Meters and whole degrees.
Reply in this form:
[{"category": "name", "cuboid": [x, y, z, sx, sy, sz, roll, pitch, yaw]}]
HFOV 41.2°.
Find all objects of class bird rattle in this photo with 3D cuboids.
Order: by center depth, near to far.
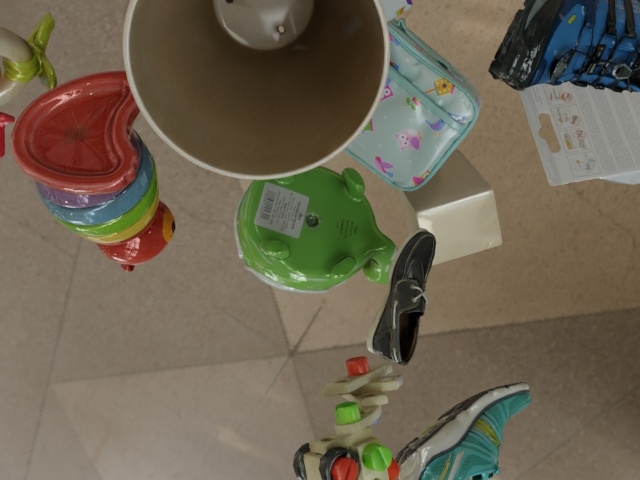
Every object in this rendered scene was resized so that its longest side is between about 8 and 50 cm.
[{"category": "bird rattle", "cuboid": [-0.469, -0.225, 1.171, 0.253, 0.207, 0.143, -25, 74, 16]}]

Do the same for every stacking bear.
[{"category": "stacking bear", "cuboid": [-0.280, -0.064, 1.144, 0.164, 0.175, 0.289, -4, 150, 5]}]

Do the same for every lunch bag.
[{"category": "lunch bag", "cuboid": [0.112, -0.236, 1.404, 0.279, 0.108, 0.224, 38, 120, -2]}]

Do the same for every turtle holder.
[{"category": "turtle holder", "cuboid": [-0.010, -0.017, 1.616, 0.227, 0.320, 0.243, 134, 123, -64]}]

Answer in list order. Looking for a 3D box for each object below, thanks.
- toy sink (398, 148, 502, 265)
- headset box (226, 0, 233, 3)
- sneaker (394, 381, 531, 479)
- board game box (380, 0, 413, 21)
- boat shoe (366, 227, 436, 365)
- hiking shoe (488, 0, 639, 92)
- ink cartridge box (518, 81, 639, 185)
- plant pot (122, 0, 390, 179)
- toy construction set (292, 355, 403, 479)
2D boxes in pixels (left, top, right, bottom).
[{"category": "toy sink", "cuboid": [0.245, -0.067, 1.692, 0.153, 0.234, 0.131, -17, 117, -2]}, {"category": "headset box", "cuboid": [-0.222, -0.618, 1.952, 0.131, 0.283, 0.246, -4, 118, 19]}, {"category": "sneaker", "cuboid": [0.217, 0.294, 1.230, 0.110, 0.275, 0.107, 56, 143, 7]}, {"category": "board game box", "cuboid": [0.006, -0.417, 1.301, 0.144, 0.275, 0.142, -31, 126, -1]}, {"category": "boat shoe", "cuboid": [0.154, 0.095, 1.437, 0.079, 0.084, 0.233, 25, 99, 48]}, {"category": "hiking shoe", "cuboid": [0.293, -0.208, 0.876, 0.132, 0.304, 0.113, 41, 134, 23]}, {"category": "ink cartridge box", "cuboid": [0.443, -0.175, 1.347, 0.232, 0.189, 0.066, -12, 157, 0]}, {"category": "plant pot", "cuboid": [-0.067, -0.237, 0.936, 0.256, 0.274, 0.256, -1, 117, -2]}, {"category": "toy construction set", "cuboid": [0.077, 0.301, 1.025, 0.151, 0.215, 0.327, -33, 73, 53]}]
